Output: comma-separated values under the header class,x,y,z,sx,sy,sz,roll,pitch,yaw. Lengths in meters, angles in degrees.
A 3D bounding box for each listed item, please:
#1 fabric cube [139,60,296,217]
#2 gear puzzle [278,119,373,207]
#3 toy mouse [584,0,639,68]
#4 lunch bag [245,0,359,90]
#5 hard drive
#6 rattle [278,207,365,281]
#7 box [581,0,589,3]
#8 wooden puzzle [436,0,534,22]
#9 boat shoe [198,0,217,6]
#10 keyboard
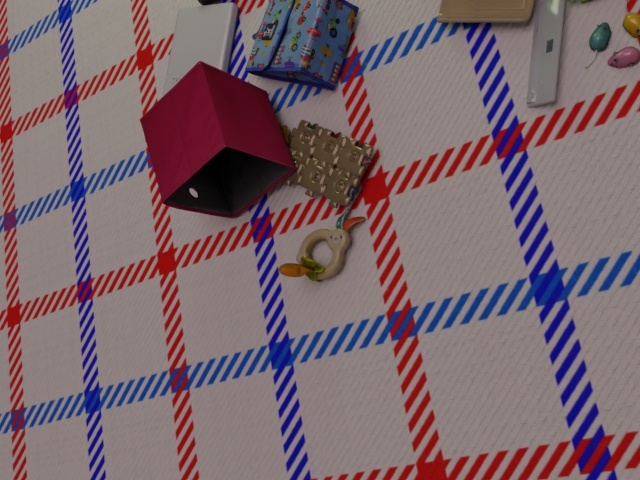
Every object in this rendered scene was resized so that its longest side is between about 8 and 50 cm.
class,x,y,z,sx,sy,sz,roll,pitch,yaw
fabric cube,-0.264,-0.243,1.708,0.259,0.254,0.258,-35,63,30
gear puzzle,-0.020,-0.207,1.710,0.338,0.044,0.176,27,96,34
toy mouse,0.608,-0.406,1.389,0.143,0.031,0.161,-33,66,21
lunch bag,-0.073,-0.532,1.768,0.293,0.138,0.221,18,91,43
hard drive,-0.353,-0.524,1.958,0.210,0.040,0.319,6,83,30
rattle,0.000,0.000,1.603,0.200,0.142,0.130,-46,43,21
box,0.607,-0.573,1.416,0.179,0.043,0.105,-10,76,26
wooden puzzle,0.397,-0.604,1.547,0.220,0.044,0.239,11,82,31
boat shoe,-0.263,-0.740,1.925,0.223,0.080,0.074,-30,62,17
keyboard,0.489,-0.417,1.456,0.072,0.014,0.256,-1,80,52
